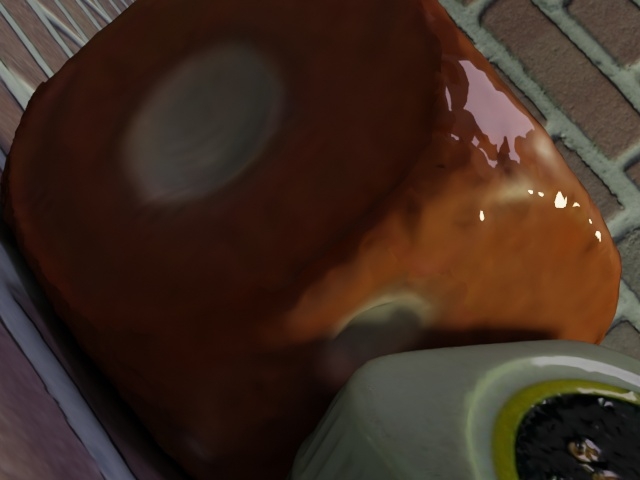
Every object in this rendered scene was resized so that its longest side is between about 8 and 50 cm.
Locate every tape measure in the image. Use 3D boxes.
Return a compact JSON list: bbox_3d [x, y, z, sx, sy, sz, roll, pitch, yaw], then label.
[{"bbox_3d":[0.106,0.148,0.546,0.207,0.115,0.235,2,40,-43],"label":"tape measure"}]

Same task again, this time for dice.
[{"bbox_3d":[0.000,0.000,0.639,0.174,0.175,0.179,52,1,41],"label":"dice"}]
